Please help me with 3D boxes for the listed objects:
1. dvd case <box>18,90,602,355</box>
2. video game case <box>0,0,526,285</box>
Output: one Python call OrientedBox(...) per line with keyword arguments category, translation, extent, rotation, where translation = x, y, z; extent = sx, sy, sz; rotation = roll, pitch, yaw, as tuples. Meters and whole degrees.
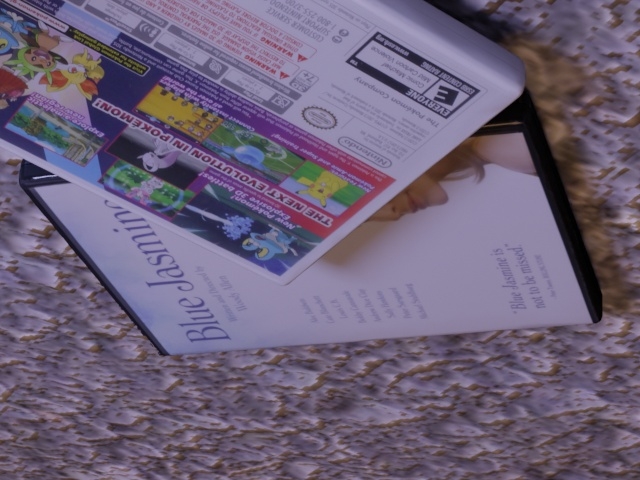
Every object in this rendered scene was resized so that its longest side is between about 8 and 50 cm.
OrientedBox(category="dvd case", translation=(0.000, 0.000, 0.792), extent=(0.253, 0.022, 0.180), rotation=(-5, 146, 19))
OrientedBox(category="video game case", translation=(-0.048, -0.068, 0.667), extent=(0.201, 0.023, 0.183), rotation=(27, 139, -22))
